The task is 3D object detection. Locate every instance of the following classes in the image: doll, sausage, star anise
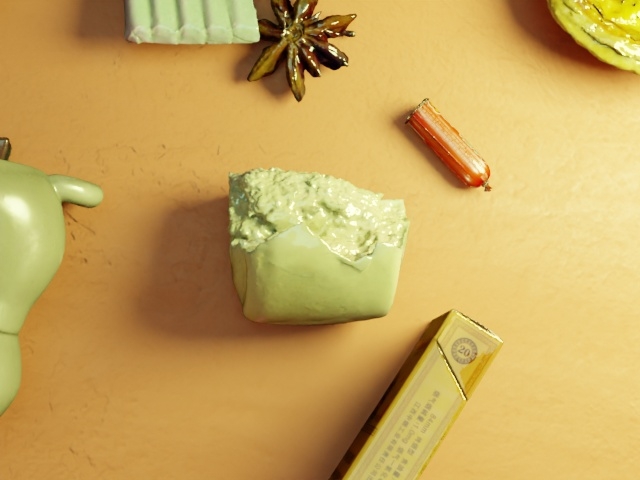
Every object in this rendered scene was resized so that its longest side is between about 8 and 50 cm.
[{"bbox_3d":[-0.428,0.056,1.233,0.226,0.215,0.370,24,79,-15],"label":"doll"},{"bbox_3d":[0.174,-0.119,1.360,0.145,0.050,0.048,48,42,5],"label":"sausage"},{"bbox_3d":[-0.033,-0.265,1.370,0.167,0.057,0.168,0,81,-3],"label":"star anise"}]

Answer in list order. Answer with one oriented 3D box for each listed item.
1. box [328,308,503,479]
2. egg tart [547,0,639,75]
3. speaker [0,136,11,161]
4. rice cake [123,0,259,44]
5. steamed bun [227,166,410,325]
[{"bbox_3d":[0.102,0.218,1.244,0.076,0.174,0.274,34,82,2],"label":"box"},{"bbox_3d":[0.414,-0.343,1.369,0.290,0.115,0.290,1,82,-4],"label":"egg tart"},{"bbox_3d":[-0.520,-0.228,1.332,0.259,0.198,0.330,16,97,-39],"label":"speaker"},{"bbox_3d":[-0.176,-0.343,1.365,0.189,0.037,0.198,-2,69,-1],"label":"rice cake"},{"bbox_3d":[0.000,0.000,1.277,0.225,0.170,0.200,-2,77,-4],"label":"steamed bun"}]
